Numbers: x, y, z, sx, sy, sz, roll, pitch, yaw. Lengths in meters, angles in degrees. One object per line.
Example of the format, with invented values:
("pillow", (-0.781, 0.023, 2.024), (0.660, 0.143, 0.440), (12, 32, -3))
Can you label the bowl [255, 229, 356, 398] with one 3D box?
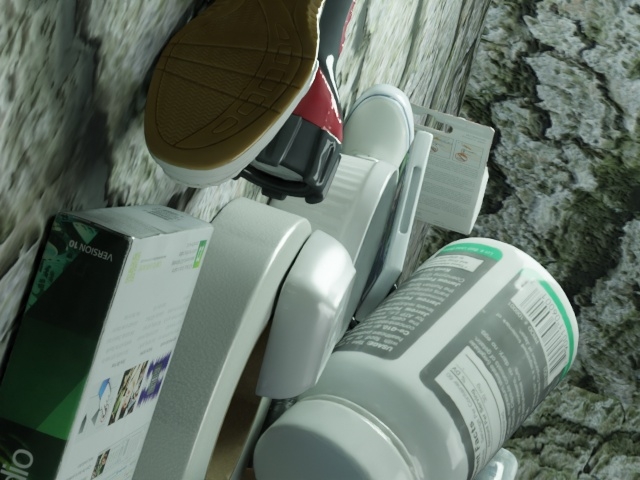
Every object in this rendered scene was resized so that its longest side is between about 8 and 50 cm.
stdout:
("bowl", (-0.009, 0.075, 1.528), (0.142, 0.053, 0.142), (-61, 169, -62))

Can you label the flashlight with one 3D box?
("flashlight", (0.008, -0.185, 1.364), (0.103, 0.103, 0.304), (-20, -133, 65))

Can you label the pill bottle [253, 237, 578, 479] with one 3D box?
("pill bottle", (0.103, 0.166, 1.706), (0.361, 0.204, 0.204), (-39, 153, -40))

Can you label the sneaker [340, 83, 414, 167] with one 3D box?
("sneaker", (0.051, -0.067, 1.986), (0.091, 0.094, 0.258), (-67, 174, -59))

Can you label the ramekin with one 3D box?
("ramekin", (0.000, 0.000, 1.733), (0.207, 0.109, 0.207), (19, 90, -83))

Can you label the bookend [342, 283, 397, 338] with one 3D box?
("bookend", (0.013, 0.077, 2.097), (0.072, 0.156, 0.157), (98, -31, -56))

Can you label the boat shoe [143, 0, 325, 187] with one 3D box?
("boat shoe", (-0.047, -0.119, 1.122), (0.096, 0.098, 0.277), (100, 10, -47))

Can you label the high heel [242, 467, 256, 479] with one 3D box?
("high heel", (-0.155, 0.340, 1.717), (0.117, 0.082, 0.244), (-16, -137, 62))

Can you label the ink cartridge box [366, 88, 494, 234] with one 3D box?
("ink cartridge box", (0.139, -0.116, 2.174), (0.224, 0.181, 0.056), (98, 13, -50))

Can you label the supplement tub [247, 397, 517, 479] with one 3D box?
("supplement tub", (0.041, 0.287, 1.867), (0.207, 0.338, 0.207), (20, 90, -82))

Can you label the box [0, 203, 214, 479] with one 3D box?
("box", (-0.167, 0.135, 1.070), (0.232, 0.059, 0.322), (-13, 120, -81))

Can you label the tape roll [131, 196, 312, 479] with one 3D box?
("tape roll", (-0.106, 0.152, 1.502), (0.392, 0.072, 0.392), (19, 90, -83))

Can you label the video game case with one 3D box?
("video game case", (0.083, -0.013, 1.852), (0.190, 0.022, 0.173), (114, -8, -68))
